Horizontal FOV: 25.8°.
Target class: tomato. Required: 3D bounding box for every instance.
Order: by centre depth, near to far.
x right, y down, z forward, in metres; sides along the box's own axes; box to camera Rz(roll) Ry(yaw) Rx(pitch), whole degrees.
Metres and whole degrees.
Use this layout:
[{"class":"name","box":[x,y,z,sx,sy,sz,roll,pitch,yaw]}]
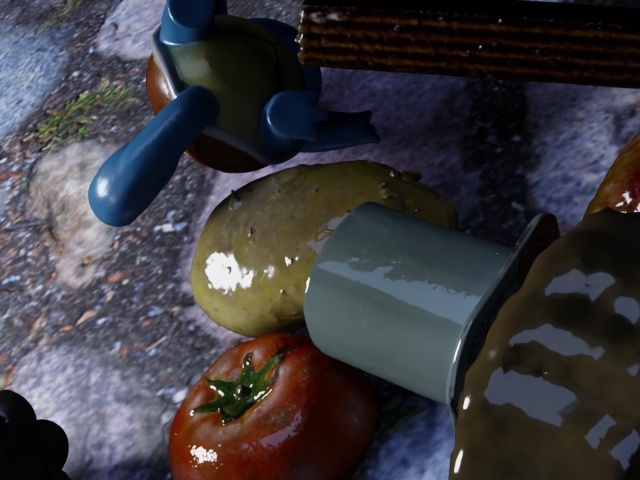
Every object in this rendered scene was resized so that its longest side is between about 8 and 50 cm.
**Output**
[{"class":"tomato","box":[-0.059,0.171,1.346,0.225,0.085,0.225,-20,41,18]}]

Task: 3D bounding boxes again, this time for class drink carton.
[{"class":"drink carton","box":[0.097,0.061,1.239,0.190,0.185,0.191,23,63,27]}]

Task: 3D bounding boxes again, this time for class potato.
[{"class":"potato","box":[0.000,0.000,1.445,0.296,0.141,0.191,-10,43,22]}]

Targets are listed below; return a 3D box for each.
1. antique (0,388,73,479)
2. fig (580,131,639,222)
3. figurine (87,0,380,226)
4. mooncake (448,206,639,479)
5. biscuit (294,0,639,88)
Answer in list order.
[{"class":"antique","box":[-0.358,0.295,1.336,0.255,0.185,0.322,-34,38,9]},{"class":"fig","box":[0.306,0.009,1.262,0.290,0.191,0.190,-54,15,48]},{"class":"figurine","box":[-0.089,-0.160,1.552,0.243,0.298,0.416,-53,-4,35]},{"class":"mooncake","box":[0.245,0.147,0.982,0.187,0.324,0.324,20,61,42]},{"class":"biscuit","box":[0.170,-0.217,1.485,0.388,0.073,0.107,5,22,4]}]
